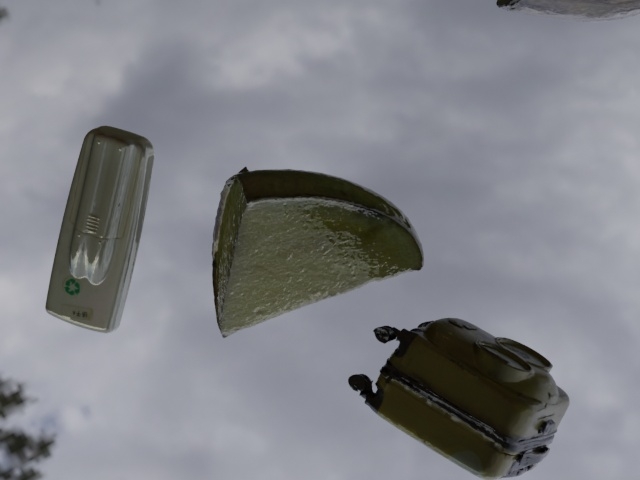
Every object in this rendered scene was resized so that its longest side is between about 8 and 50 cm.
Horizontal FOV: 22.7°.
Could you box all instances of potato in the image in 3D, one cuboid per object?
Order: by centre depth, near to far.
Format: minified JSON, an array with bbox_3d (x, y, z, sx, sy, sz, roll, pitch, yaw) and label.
[{"bbox_3d":[0.000,0.000,2.034,0.255,0.269,0.112,-1,-131,-15],"label":"potato"}]

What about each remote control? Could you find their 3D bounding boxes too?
[{"bbox_3d":[-0.247,-0.011,1.780,0.090,0.230,0.049,17,-165,12],"label":"remote control"}]

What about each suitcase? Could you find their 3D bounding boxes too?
[{"bbox_3d":[0.182,0.183,1.949,0.235,0.143,0.194,31,-169,22],"label":"suitcase"}]

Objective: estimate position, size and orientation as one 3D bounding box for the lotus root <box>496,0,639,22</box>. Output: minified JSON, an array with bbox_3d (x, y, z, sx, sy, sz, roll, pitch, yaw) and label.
[{"bbox_3d":[0.330,-0.359,1.678,0.260,0.267,0.149,8,170,-25],"label":"lotus root"}]
